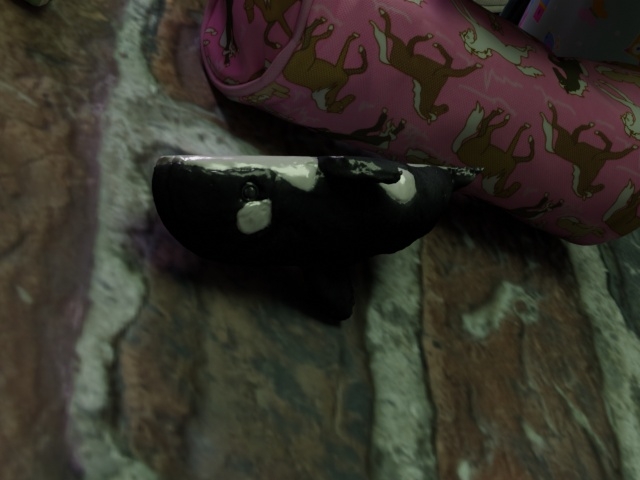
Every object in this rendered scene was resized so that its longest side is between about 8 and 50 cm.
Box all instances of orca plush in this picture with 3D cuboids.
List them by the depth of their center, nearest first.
[{"bbox_3d":[0.000,0.000,1.049,0.151,0.102,0.287,0,1,24],"label":"orca plush"}]

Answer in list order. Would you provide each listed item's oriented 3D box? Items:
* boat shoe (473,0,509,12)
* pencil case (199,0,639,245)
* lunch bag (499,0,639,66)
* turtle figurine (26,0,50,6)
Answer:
[{"bbox_3d":[0.167,-0.275,1.678,0.233,0.084,0.079,9,3,-35],"label":"boat shoe"},{"bbox_3d":[0.097,-0.122,1.242,0.386,0.160,0.167,20,-1,-32],"label":"pencil case"},{"bbox_3d":[0.269,-0.222,1.532,0.160,0.223,0.262,22,31,-12],"label":"lunch bag"},{"bbox_3d":[-0.165,-0.270,1.107,0.266,0.274,0.198,-42,116,-67],"label":"turtle figurine"}]
